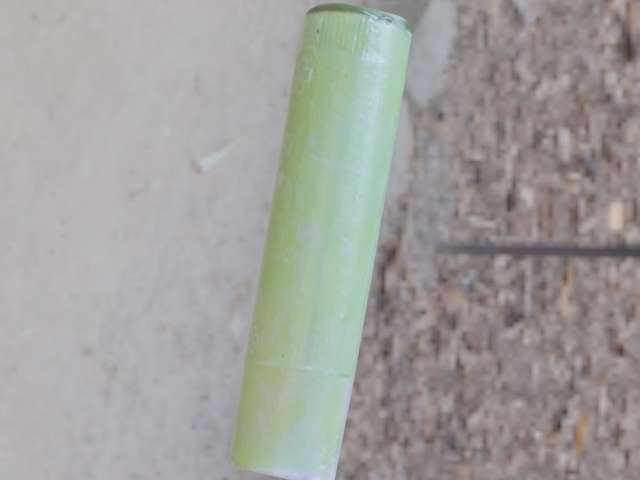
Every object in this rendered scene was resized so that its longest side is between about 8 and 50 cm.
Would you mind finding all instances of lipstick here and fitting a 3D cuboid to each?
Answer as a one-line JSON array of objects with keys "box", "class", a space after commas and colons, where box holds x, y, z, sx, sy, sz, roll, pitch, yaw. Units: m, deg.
[{"box": [0.000, 0.000, 1.071, 0.076, 0.076, 0.304, 18, 81, -61], "class": "lipstick"}]
